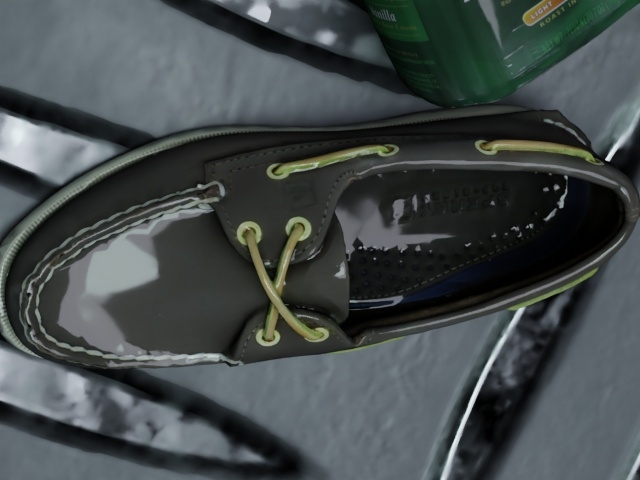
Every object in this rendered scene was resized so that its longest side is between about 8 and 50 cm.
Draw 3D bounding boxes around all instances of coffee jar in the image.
[{"bbox_3d":[0.032,-0.142,0.560,0.096,0.079,0.184,-36,114,-8],"label":"coffee jar"}]

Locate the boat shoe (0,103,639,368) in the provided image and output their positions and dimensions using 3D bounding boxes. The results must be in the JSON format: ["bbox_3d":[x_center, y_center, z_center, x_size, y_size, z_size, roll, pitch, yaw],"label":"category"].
[{"bbox_3d":[0.000,0.000,0.594,0.228,0.069,0.081,-14,110,-17],"label":"boat shoe"}]
